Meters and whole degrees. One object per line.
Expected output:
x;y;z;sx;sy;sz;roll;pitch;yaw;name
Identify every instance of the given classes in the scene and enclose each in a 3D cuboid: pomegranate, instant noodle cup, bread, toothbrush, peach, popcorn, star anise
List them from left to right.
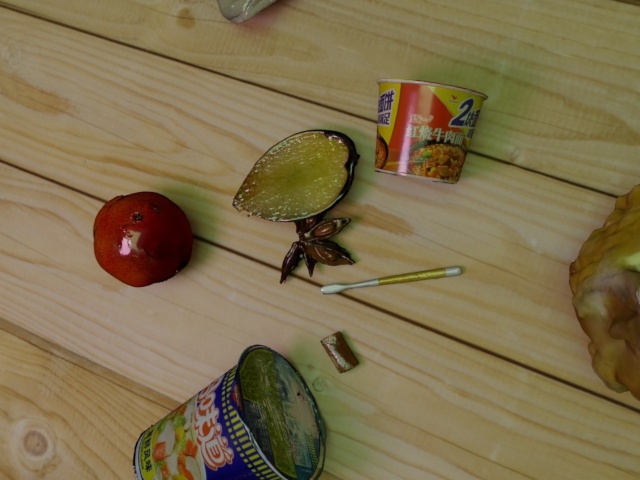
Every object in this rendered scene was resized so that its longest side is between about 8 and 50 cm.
-0.381;0.000;1.315;0.235;0.210;0.210;-21;81;45;pomegranate
-0.192;0.397;1.228;0.312;0.284;0.284;-31;81;19;instant noodle cup
-0.046;-0.118;1.282;0.279;0.068;0.189;-21;65;7;peach
-0.001;0.000;1.288;0.156;0.053;0.213;10;87;19;star anise
0.040;0.230;1.278;0.047;0.036;0.083;-33;79;3;bread
0.141;0.082;1.267;0.288;0.024;0.021;-9;88;12;toothbrush
0.196;-0.201;1.179;0.213;0.213;0.174;11;99;15;instant noodle cup
0.595;0.095;0.990;0.353;0.344;0.390;30;63;4;popcorn

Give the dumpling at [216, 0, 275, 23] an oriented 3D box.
-0.131;-0.655;1.304;0.315;0.233;0.395;36;113;44;dumpling
